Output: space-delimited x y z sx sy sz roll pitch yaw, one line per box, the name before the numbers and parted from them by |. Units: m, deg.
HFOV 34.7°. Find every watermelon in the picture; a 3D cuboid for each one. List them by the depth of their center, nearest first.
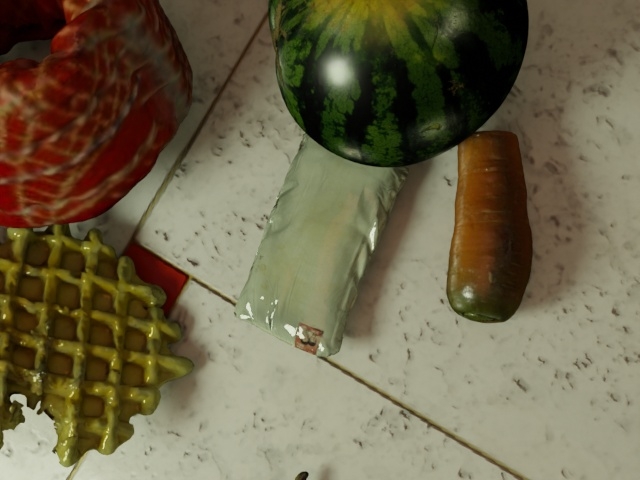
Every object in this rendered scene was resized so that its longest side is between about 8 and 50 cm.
watermelon | 0.072 -0.208 0.999 0.269 0.269 0.269 -2 79 12

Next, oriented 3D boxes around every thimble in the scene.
thimble | -0.318 -0.194 1.053 0.350 0.230 0.350 -5 62 9

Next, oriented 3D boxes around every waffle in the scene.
waffle | -0.272 0.100 1.059 0.250 0.056 0.261 -34 79 -36

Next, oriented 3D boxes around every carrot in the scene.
carrot | 0.173 -0.015 1.028 0.087 0.087 0.193 5 77 13

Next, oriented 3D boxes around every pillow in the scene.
pillow | 0.000 0.000 1.077 0.128 0.051 0.229 18 83 22

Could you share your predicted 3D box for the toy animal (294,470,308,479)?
toy animal | 0.052 0.328 1.008 0.099 0.057 0.241 -29 74 -1
